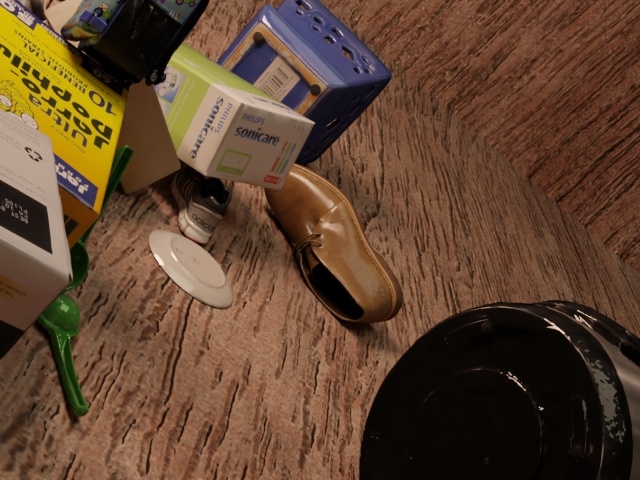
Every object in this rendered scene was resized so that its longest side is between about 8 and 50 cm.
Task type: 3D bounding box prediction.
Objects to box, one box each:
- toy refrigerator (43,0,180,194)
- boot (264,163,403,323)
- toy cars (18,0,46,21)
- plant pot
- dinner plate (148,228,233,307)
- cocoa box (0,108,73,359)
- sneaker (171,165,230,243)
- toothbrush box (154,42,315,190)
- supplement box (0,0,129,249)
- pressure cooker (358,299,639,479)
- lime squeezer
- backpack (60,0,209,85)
[{"bbox_3d":[-0.266,-0.186,1.788,0.102,0.094,0.269,56,-13,33],"label":"toy refrigerator"},{"bbox_3d":[0.000,0.000,2.130,0.305,0.112,0.115,52,30,18],"label":"boot"},{"bbox_3d":[-0.465,-0.305,1.744,0.393,0.176,0.087,44,-8,1],"label":"toy cars"},{"bbox_3d":[-0.056,-0.275,2.426,0.236,0.236,0.212,46,23,6],"label":"plant pot"},{"bbox_3d":[-0.166,0.032,1.831,0.141,0.017,0.141,37,19,-15],"label":"dinner plate"},{"bbox_3d":[-0.408,-0.030,1.101,0.347,0.228,0.231,32,20,-31],"label":"cocoa box"},{"bbox_3d":[-0.163,-0.064,1.957,0.063,0.075,0.170,35,20,-25],"label":"sneaker"},{"bbox_3d":[-0.184,-0.197,2.025,0.283,0.122,0.206,32,11,27],"label":"toothbrush box"},{"bbox_3d":[-0.341,-0.090,1.436,0.194,0.195,0.356,37,19,-19],"label":"supplement box"},{"bbox_3d":[0.295,0.291,1.682,0.420,0.375,0.370,27,44,-42],"label":"pressure cooker"},{"bbox_3d":[-0.255,0.052,1.470,0.059,0.109,0.310,47,40,-49],"label":"lime squeezer"},{"bbox_3d":[-0.195,-0.271,1.582,0.117,0.173,0.158,37,-6,-19],"label":"backpack"}]
